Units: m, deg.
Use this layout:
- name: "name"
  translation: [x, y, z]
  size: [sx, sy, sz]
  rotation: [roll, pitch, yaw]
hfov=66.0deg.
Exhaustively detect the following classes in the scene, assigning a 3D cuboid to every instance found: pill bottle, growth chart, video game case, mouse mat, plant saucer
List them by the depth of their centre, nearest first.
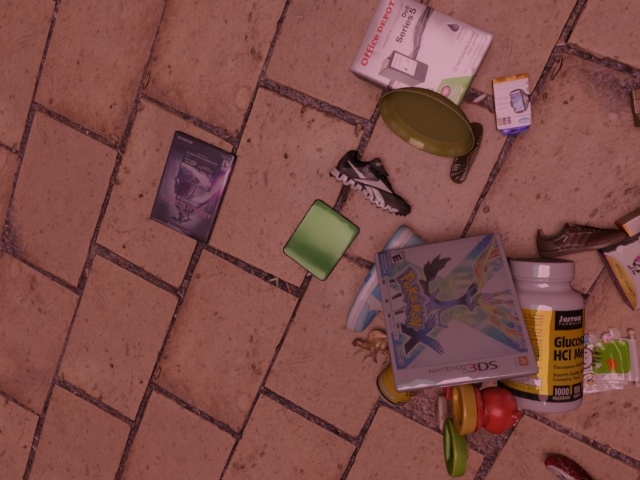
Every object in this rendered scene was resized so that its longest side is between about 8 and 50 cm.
- name: "video game case"
  translation: [0.292, 0.156, 1.112]
  size: [0.299, 0.036, 0.329]
  rotation: [-10, 63, 7]
- name: "plant saucer"
  translation: [0.250, -0.280, 1.145]
  size: [0.240, 0.241, 0.037]
  rotation: [28, 78, 8]
- name: "pill bottle"
  translation: [0.517, 0.212, 1.160]
  size: [0.187, 0.188, 0.334]
  rotation: [0, 93, 14]
- name: "growth chart"
  translation: [0.674, 0.313, 1.232]
  size: [0.237, 0.021, 0.172]
  rotation: [-17, 94, 16]
- name: "pill bottle"
  translation: [0.232, 0.344, 1.285]
  size: [0.103, 0.103, 0.184]
  rotation: [38, 124, 6]
- name: "mouse mat"
  translation: [0.000, 0.000, 1.359]
  size: [0.152, 0.007, 0.190]
  rotation: [36, 105, 6]
- name: "video game case"
  translation: [-0.370, -0.151, 1.420]
  size: [0.196, 0.026, 0.274]
  rotation: [24, 104, 10]

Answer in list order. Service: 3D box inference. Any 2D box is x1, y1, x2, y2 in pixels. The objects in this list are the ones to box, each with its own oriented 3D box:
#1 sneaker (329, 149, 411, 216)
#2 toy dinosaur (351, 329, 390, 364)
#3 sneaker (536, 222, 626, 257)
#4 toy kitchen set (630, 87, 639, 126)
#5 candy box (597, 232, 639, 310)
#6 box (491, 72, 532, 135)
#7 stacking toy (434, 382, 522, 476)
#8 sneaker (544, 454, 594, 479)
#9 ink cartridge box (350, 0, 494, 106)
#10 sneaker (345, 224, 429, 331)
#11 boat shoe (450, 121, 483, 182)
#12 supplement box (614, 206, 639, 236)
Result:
- name: "sneaker"
  translation: [0.141, -0.153, 1.259]
  size: [0.234, 0.078, 0.106]
  rotation: [34, 108, 9]
- name: "toy dinosaur"
  translation: [0.171, 0.284, 1.340]
  size: [0.183, 0.053, 0.093]
  rotation: [-20, 93, 17]
- name: "sneaker"
  translation: [0.608, -0.010, 1.160]
  size: [0.188, 0.066, 0.071]
  rotation: [-15, 92, 25]
- name: "toy kitchen set"
  translation: [0.736, -0.298, 1.082]
  size: [0.068, 0.075, 0.083]
  rotation: [-12, 100, 15]
- name: "candy box"
  translation: [0.789, 0.038, 1.128]
  size: [0.233, 0.071, 0.159]
  rotation: [-29, 92, 18]
- name: "box"
  translation: [0.458, -0.322, 1.176]
  size: [0.081, 0.028, 0.136]
  rotation: [-6, 100, 15]
- name: "stacking toy"
  translation: [0.370, 0.400, 1.197]
  size: [0.130, 0.309, 0.280]
  rotation: [0, 113, 3]
- name: "sneaker"
  translation: [0.661, 0.645, 1.257]
  size: [0.225, 0.088, 0.093]
  rotation: [42, 108, 5]
- name: "ink cartridge box"
  translation: [0.235, -0.434, 1.167]
  size: [0.272, 0.115, 0.199]
  rotation: [27, 105, 9]
- name: "sneaker"
  translation: [0.212, 0.143, 1.268]
  size: [0.208, 0.127, 0.319]
  rotation: [31, 106, 9]
- name: "boat shoe"
  translation: [0.361, -0.214, 1.215]
  size: [0.056, 0.048, 0.153]
  rotation: [17, 97, 22]
- name: "supplement box"
  translation: [0.739, -0.052, 1.130]
  size: [0.098, 0.062, 0.036]
  rotation: [-36, 89, 18]
